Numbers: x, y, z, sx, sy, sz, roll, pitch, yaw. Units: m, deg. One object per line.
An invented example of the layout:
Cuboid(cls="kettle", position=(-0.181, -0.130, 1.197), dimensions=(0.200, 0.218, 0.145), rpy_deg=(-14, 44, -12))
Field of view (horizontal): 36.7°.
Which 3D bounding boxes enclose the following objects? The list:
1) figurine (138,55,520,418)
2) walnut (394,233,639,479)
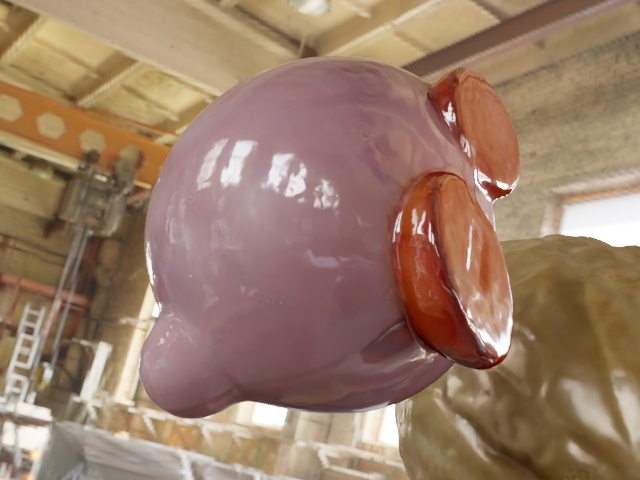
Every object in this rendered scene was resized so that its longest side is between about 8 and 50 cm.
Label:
Cuboid(cls="figurine", position=(0.000, 0.000, 0.449), dimensions=(0.173, 0.173, 0.173), rpy_deg=(13, -14, 3))
Cuboid(cls="walnut", position=(0.190, 0.127, 0.650), dimensions=(0.277, 0.252, 0.313), rpy_deg=(-3, 18, 1))
